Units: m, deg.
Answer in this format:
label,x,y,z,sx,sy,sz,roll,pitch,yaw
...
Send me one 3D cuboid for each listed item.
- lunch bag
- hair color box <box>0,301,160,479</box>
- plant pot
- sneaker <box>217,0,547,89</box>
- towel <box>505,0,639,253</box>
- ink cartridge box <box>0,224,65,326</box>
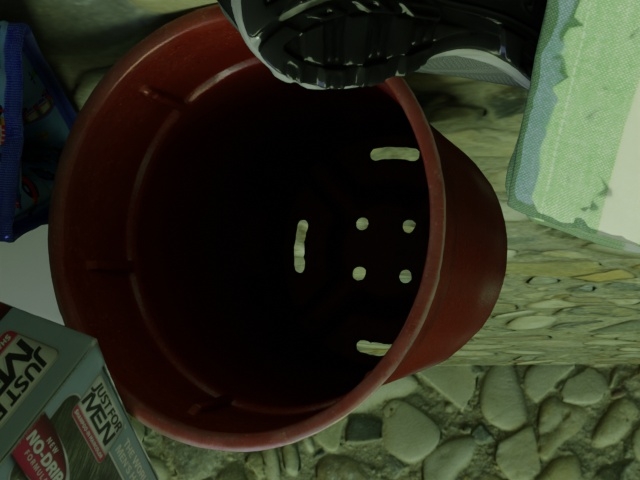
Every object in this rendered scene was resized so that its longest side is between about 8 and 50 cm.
label,x,y,z,sx,sy,sz,roll,pitch,yaw
lunch bag,-0.292,-0.074,0.817,0.220,0.138,0.293,4,-179,-2
hair color box,-0.296,0.106,0.756,0.374,0.114,0.185,16,142,26
plant pot,0.000,0.000,0.803,0.272,0.273,0.265,-5,173,24
sneaker,0.073,-0.130,0.597,0.271,0.100,0.108,1,-161,-25
towel,0.259,-0.068,0.503,0.324,0.038,0.248,15,131,10
ink cartridge box,-0.312,0.009,1.033,0.278,0.117,0.201,5,-177,-18
